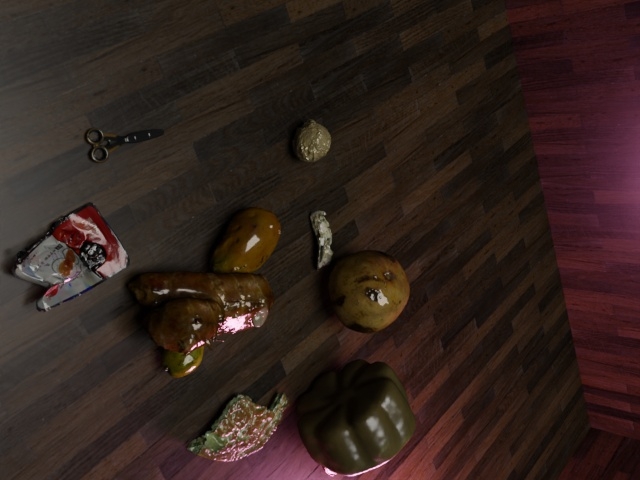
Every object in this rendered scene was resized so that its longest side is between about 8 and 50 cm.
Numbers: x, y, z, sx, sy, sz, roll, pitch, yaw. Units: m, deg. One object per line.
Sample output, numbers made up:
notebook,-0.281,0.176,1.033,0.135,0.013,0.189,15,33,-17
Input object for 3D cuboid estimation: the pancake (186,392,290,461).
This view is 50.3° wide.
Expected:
pancake,-0.242,0.553,2.059,0.376,0.054,0.197,-12,103,-45

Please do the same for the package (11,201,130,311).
package,-0.605,0.048,1.650,0.269,0.071,0.194,-49,128,-45

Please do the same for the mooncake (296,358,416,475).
mooncake,0.105,0.554,2.185,0.378,0.378,0.201,-39,114,-35

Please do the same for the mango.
mango,-0.220,0.007,1.977,0.156,0.151,0.249,40,74,8

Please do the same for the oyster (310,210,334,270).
oyster,0.003,0.002,2.256,0.106,0.061,0.200,1,96,-62

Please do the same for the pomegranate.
pomegranate,0.160,0.169,2.269,0.281,0.281,0.281,-5,97,-44

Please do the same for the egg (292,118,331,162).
egg,-0.027,-0.309,2.141,0.118,0.116,0.140,29,67,-13

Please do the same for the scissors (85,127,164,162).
scissors,-0.497,-0.261,1.754,0.220,0.017,0.088,-22,106,-41

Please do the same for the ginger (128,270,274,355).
ginger,-0.293,0.198,1.841,0.418,0.254,0.176,5,135,-40

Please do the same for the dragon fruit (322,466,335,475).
dragon fruit,0.037,0.739,2.332,0.162,0.083,0.106,-35,130,-47

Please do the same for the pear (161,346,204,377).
pear,-0.378,0.312,1.862,0.131,0.107,0.107,-44,122,-41
